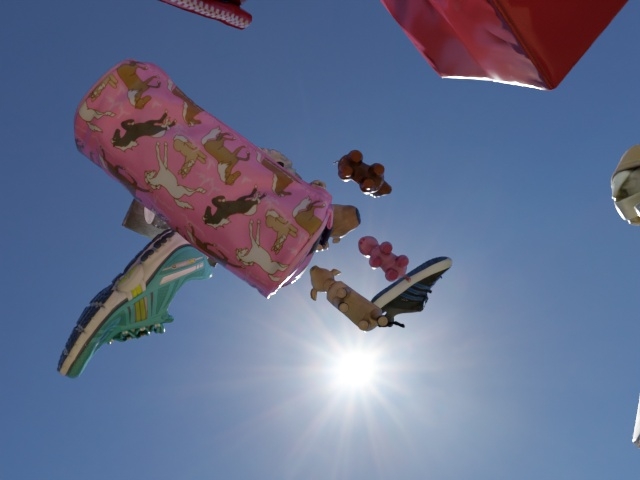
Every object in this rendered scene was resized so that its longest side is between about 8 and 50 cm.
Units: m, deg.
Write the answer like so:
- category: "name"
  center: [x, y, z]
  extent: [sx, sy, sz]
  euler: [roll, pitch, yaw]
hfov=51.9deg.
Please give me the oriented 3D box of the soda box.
- category: "soda box"
  center: [-0.240, -0.019, 1.100]
  extent: [0.168, 0.053, 0.060]
  euler: [25, -80, -15]

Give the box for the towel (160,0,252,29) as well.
- category: "towel"
  center: [-0.183, -0.183, 0.316]
  extent: [0.274, 0.199, 0.031]
  euler: [31, -72, 17]

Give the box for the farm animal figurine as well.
- category: "farm animal figurine"
  center: [0.000, 0.000, 1.222]
  extent: [0.326, 0.172, 0.331]
  euler: [3, -90, -3]

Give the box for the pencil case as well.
- category: "pencil case"
  center: [-0.162, -0.092, 0.922]
  extent: [0.386, 0.167, 0.160]
  euler: [36, -36, 6]

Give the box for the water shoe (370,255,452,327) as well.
- category: "water shoe"
  center: [0.204, 0.109, 1.402]
  extent: [0.203, 0.073, 0.080]
  euler: [-34, -86, 16]

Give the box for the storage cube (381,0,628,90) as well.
- category: "storage cube"
  center: [0.169, -0.280, 0.624]
  extent: [0.193, 0.183, 0.215]
  euler: [42, -95, -30]

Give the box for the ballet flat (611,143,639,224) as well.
- category: "ballet flat"
  center: [0.302, -0.048, 0.589]
  extent: [0.073, 0.232, 0.080]
  euler: [-34, -94, 1]

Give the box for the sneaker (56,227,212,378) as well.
- category: "sneaker"
  center: [-0.277, 0.106, 0.984]
  extent: [0.275, 0.107, 0.110]
  euler: [-46, -72, -12]

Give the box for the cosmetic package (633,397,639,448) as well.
- category: "cosmetic package"
  center: [0.790, 0.333, 1.069]
  extent: [0.453, 0.161, 0.230]
  euler: [25, -42, 11]
